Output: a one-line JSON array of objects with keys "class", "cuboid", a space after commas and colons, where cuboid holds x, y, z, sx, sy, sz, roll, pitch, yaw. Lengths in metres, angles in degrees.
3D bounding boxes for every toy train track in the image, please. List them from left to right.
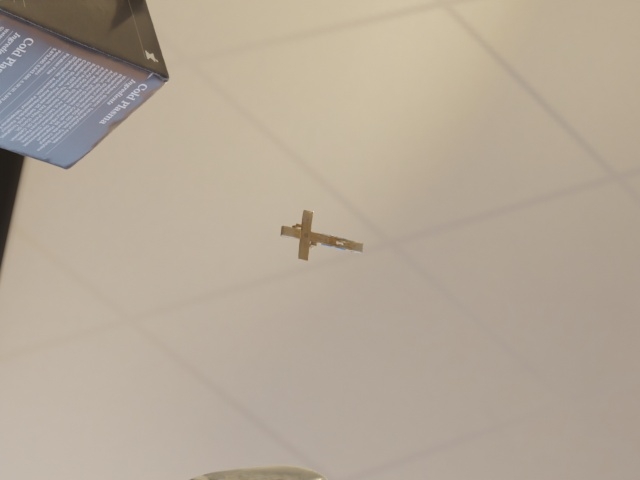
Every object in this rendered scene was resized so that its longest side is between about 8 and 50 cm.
[{"class": "toy train track", "cuboid": [0.000, 0.000, 1.380, 0.014, 0.083, 0.048, 154, -55, -63]}]

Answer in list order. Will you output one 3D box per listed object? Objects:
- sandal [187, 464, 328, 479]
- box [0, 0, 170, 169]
[{"class": "sandal", "cuboid": [0.015, 0.254, 0.853, 0.416, 0.169, 0.102, -128, -144, -67]}, {"class": "box", "cuboid": [-0.361, -0.289, 1.533, 0.179, 0.312, 0.343, -37, -125, 28]}]
